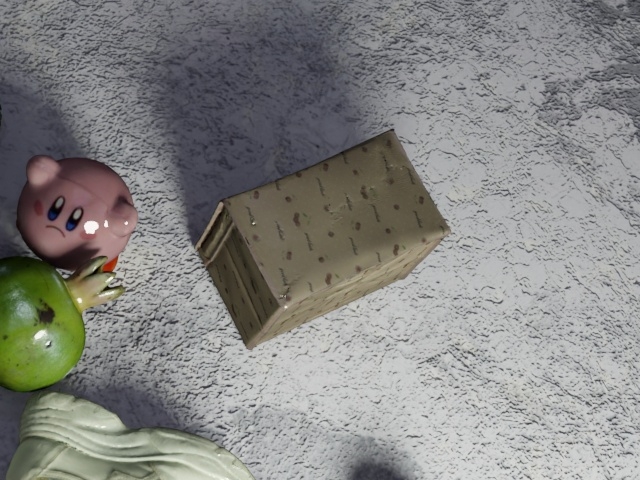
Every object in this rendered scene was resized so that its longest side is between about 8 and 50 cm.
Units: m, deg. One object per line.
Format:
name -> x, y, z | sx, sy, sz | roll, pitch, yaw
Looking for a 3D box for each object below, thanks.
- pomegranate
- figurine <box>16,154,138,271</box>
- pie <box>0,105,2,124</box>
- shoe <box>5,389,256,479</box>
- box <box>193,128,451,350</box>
pomegranate -> -0.375, 0.096, 1.461 | 0.225, 0.187, 0.187 | -27, 77, -11
figurine -> -0.346, -0.039, 1.544 | 0.173, 0.173, 0.173 | 6, 66, -14
pie -> -0.616, -0.193, 1.588 | 0.302, 0.067, 0.302 | 7, 64, -15
shoe -> -0.256, 0.347, 1.415 | 0.342, 0.132, 0.211 | 19, 55, -3
box -> 0.000, 0.000, 1.602 | 0.297, 0.225, 0.190 | -25, 78, -24
